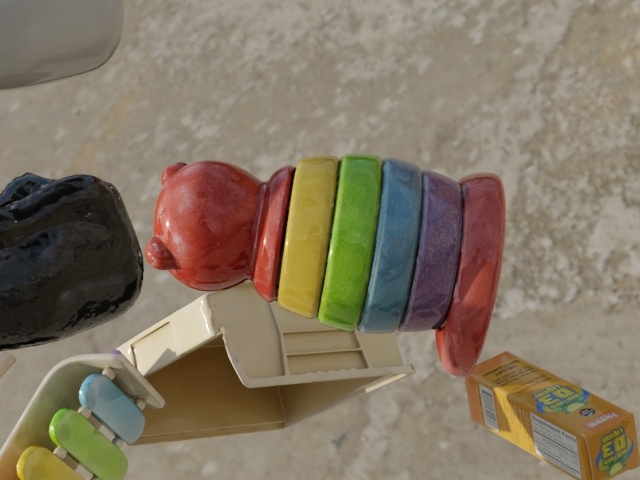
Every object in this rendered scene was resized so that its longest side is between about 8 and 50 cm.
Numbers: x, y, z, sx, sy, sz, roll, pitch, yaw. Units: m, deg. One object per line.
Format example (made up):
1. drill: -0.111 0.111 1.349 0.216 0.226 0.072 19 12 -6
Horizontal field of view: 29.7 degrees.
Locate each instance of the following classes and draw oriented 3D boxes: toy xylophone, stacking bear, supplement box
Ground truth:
1. toy xylophone: -0.303 0.254 1.276 0.081 0.236 0.322 10 68 33
2. stacking bear: 0.000 0.000 1.031 0.289 0.164 0.175 7 64 -1
3. supplement box: 0.271 0.209 1.436 0.078 0.080 0.233 -21 24 -25

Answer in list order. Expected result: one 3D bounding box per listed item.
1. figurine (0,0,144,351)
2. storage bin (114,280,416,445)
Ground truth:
1. figurine: -0.180 -0.023 0.502 0.092 0.214 0.209 23 37 32
2. storage bin: -0.081 0.143 1.416 0.262 0.260 0.123 -31 67 47
